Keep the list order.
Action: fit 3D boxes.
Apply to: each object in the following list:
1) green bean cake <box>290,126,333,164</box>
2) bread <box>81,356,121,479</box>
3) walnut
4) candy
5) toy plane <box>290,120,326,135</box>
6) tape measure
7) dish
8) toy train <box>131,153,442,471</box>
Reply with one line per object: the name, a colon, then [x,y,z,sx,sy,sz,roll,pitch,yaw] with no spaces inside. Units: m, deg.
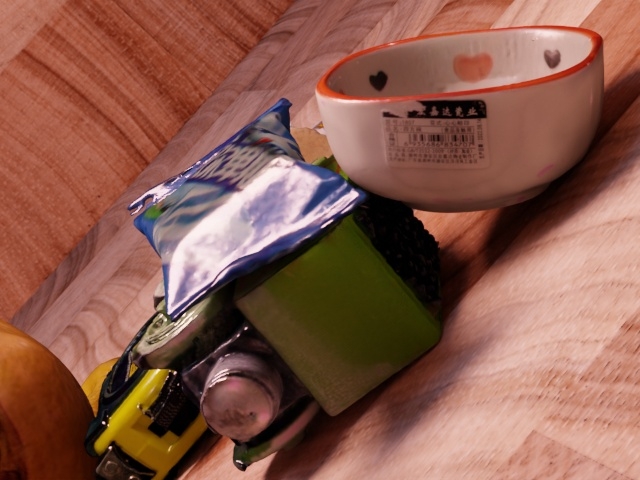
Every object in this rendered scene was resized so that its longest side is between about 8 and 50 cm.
green bean cake: [-0.032,-0.031,2.149,0.109,0.085,0.179,105,-170,-45]
bread: [-0.263,0.218,2.248,0.161,0.088,0.233,-37,12,22]
walnut: [-0.336,0.182,2.014,0.203,0.298,0.203,-9,34,6]
candy: [-0.070,-0.031,1.649,0.187,0.077,0.331,-34,18,1]
toy plane: [-0.032,-0.030,2.298,0.182,0.107,0.273,-4,58,12]
tape measure: [-0.147,0.148,2.000,0.186,0.112,0.199,-51,16,17]
dish: [0.124,-0.097,1.665,0.256,0.117,0.256,-8,18,3]
toy train: [-0.021,0.050,1.733,0.249,0.173,0.307,-38,13,14]
